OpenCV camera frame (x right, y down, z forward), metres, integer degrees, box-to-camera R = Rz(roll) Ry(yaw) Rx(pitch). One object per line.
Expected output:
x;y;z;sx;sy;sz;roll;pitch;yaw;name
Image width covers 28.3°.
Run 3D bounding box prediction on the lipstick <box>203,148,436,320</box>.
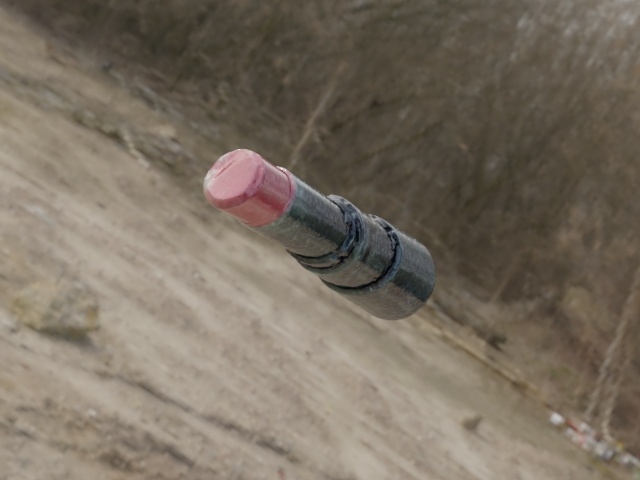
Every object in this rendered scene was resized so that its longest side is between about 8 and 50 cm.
0.000;0.000;0.659;0.053;0.053;0.234;35;4;25;lipstick
